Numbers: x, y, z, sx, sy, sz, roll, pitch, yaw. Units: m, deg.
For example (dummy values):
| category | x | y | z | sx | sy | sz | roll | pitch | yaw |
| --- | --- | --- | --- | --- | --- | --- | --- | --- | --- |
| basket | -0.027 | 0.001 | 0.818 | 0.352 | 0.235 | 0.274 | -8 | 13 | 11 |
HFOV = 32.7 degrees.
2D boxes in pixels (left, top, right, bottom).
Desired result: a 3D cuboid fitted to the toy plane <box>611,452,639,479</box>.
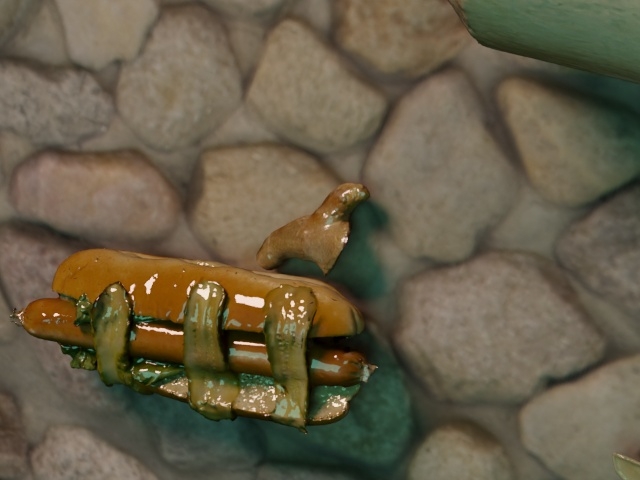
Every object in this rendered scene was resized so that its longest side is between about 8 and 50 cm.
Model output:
| category | x | y | z | sx | sy | sz | roll | pitch | yaw |
| --- | --- | --- | --- | --- | --- | --- | --- | --- | --- |
| toy plane | 0.258 | 0.253 | 0.677 | 0.241 | 0.104 | 0.256 | -5 | 96 | 35 |

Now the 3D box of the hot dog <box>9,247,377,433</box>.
| category | x | y | z | sx | sy | sz | roll | pitch | yaw |
| --- | --- | --- | --- | --- | --- | --- | --- | --- | --- |
| hot dog | -0.089 | 0.066 | 0.757 | 0.269 | 0.072 | 0.109 | 7 | 112 | 17 |

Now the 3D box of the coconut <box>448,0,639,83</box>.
| category | x | y | z | sx | sy | sz | roll | pitch | yaw |
| --- | --- | --- | --- | --- | --- | --- | --- | --- | --- |
| coconut | 0.163 | -0.178 | 0.543 | 0.222 | 0.202 | 0.202 | 12 | 107 | 18 |

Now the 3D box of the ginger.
| category | x | y | z | sx | sy | sz | roll | pitch | yaw |
| --- | --- | --- | --- | --- | --- | --- | --- | --- | --- |
| ginger | 0.001 | 0.000 | 0.734 | 0.097 | 0.030 | 0.048 | -34 | 63 | 25 |
